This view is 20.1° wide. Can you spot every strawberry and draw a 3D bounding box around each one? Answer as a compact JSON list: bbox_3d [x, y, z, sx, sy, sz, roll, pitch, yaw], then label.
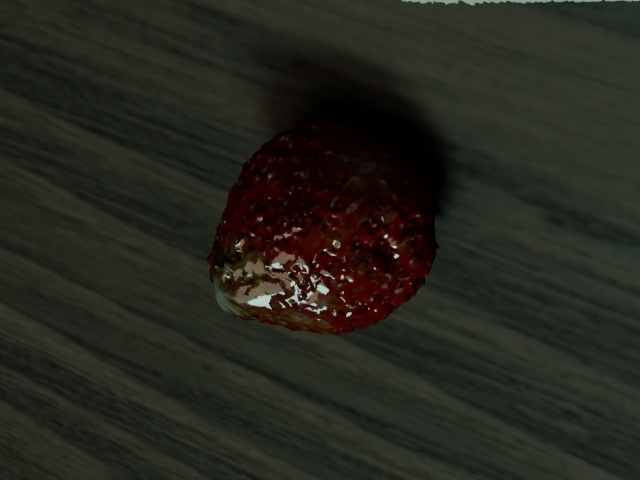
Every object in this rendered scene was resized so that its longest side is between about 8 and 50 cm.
[{"bbox_3d":[-0.001,-0.001,0.787,0.106,0.106,0.106,24,142,20],"label":"strawberry"}]

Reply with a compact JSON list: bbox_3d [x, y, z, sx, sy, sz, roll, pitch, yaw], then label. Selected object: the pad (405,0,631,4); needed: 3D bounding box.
[{"bbox_3d":[0.091,-0.148,0.623,0.232,0.004,0.156,5,133,38],"label":"pad"}]
